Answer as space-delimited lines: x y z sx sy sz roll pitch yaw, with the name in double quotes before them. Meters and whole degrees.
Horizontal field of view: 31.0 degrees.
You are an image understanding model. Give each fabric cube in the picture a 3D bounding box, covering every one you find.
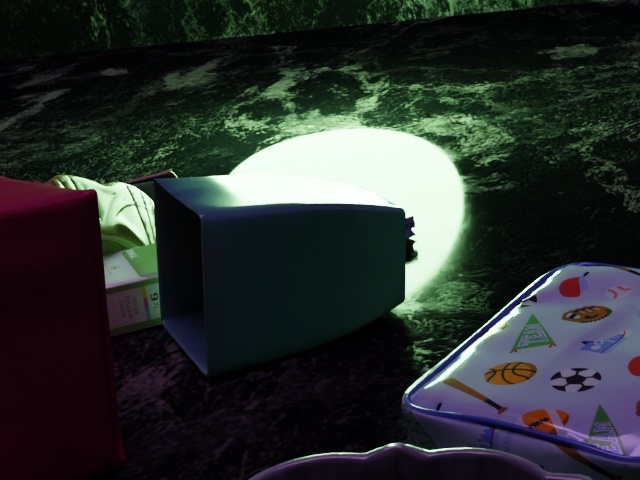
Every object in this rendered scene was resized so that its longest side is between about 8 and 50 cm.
"fabric cube" -0.347 0.090 0.950 0.259 0.254 0.258 9 19 42

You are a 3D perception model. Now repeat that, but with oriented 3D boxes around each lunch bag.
"lunch bag" 0.216 0.117 0.899 0.243 0.115 0.303 6 25 40

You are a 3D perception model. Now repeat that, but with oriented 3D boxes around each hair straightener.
"hair straightener" -0.321 -0.054 1.667 0.230 0.047 0.089 -8 20 1

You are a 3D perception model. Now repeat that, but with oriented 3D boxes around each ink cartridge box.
"ink cartridge box" -0.232 0.059 1.299 0.209 0.062 0.109 -14 21 -18

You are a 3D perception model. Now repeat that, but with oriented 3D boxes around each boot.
"boot" -0.316 0.011 1.398 0.203 0.095 0.262 -27 -16 19

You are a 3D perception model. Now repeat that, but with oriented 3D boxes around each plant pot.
"plant pot" -0.036 0.021 1.204 0.234 0.165 0.165 -7 18 -22

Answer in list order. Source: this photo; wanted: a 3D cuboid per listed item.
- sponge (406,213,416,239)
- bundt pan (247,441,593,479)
"sponge" 0.000 0.000 1.418 0.210 0.031 0.117 -19 23 -28
"bundt pan" 0.033 0.242 0.604 0.331 0.124 0.331 -7 21 3
